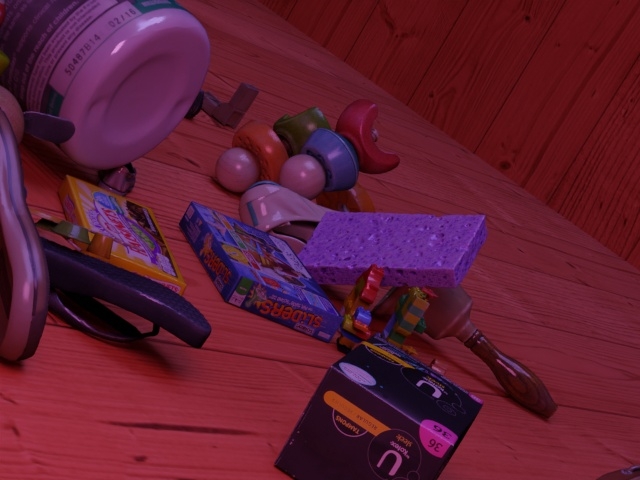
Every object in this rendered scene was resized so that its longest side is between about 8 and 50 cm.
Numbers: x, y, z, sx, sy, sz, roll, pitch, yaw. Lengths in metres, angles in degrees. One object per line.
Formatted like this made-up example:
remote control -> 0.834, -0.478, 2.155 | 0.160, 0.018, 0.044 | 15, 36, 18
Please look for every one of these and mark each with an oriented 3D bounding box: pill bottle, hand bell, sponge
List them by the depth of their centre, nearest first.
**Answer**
pill bottle -> -0.310, -0.259, 1.722 | 0.361, 0.204, 0.204 | 41, 15, 22
sponge -> 0.079, 0.010, 1.814 | 0.210, 0.031, 0.117 | 2, 34, 27
hand bell -> 0.190, 0.123, 1.868 | 0.242, 0.126, 0.126 | 43, 13, 1

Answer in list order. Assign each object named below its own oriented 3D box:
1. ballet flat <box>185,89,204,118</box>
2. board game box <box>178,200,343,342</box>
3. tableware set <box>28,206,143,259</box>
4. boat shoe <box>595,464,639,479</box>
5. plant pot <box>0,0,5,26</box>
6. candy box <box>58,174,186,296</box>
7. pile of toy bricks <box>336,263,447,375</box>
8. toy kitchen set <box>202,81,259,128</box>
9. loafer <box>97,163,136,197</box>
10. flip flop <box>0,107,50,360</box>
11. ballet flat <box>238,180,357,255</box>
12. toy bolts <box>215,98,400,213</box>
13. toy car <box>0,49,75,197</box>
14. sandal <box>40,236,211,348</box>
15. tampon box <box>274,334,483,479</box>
ballet flat -> -0.238, -0.245, 2.387 | 0.173, 0.049, 0.057 | 37, 13, 29
board game box -> -0.068, 0.032, 1.720 | 0.136, 0.035, 0.201 | 24, 14, -28
tableware set -> -0.242, -0.010, 1.419 | 0.154, 0.024, 0.104 | 18, -3, 41
boat shoe -> 0.395, 0.284, 1.609 | 0.324, 0.123, 0.120 | 19, 13, -44
plant pot -> -0.422, -0.253, 1.546 | 0.191, 0.174, 0.191 | 60, 3, -6
candy box -> -0.203, -0.004, 1.573 | 0.105, 0.027, 0.206 | 21, 15, -24
pile of toy bricks -> 0.088, 0.092, 1.679 | 0.118, 0.105, 0.212 | 28, 13, -11
toy kitchen set -> -0.142, -0.229, 2.486 | 0.083, 0.075, 0.068 | 42, 16, 29
loafer -> -0.227, -0.080, 1.783 | 0.045, 0.039, 0.125 | 27, 13, -10
flip flop -> -0.278, -0.017, 1.229 | 0.080, 0.112, 0.277 | -3, 47, -23
ballet flat -> 0.000, 0.000, 1.944 | 0.248, 0.086, 0.086 | 18, 17, -39
toy bolts -> -0.013, -0.071, 2.039 | 0.228, 0.158, 0.218 | -14, -75, 58
toy car -> -0.319, -0.103, 1.450 | 0.188, 0.155, 0.149 | 36, 5, -44
sandal -> -0.212, 0.041, 1.343 | 0.254, 0.054, 0.097 | 22, 4, 7
tampon box -> 0.053, 0.163, 1.326 | 0.120, 0.101, 0.161 | 32, 13, 9
